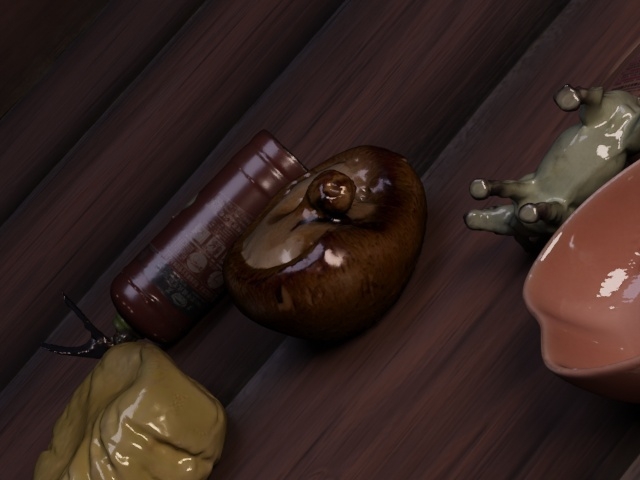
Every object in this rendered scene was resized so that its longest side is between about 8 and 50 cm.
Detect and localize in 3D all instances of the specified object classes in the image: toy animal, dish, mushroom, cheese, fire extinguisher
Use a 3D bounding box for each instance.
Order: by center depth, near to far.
[{"bbox_3d":[0.252,0.034,0.951,0.213,0.090,0.213,-36,27,21],"label":"dish"},{"bbox_3d":[0.199,-0.058,1.076,0.217,0.073,0.176,-43,-14,22],"label":"toy animal"},{"bbox_3d":[0.010,0.011,1.297,0.194,0.138,0.231,-34,14,50],"label":"mushroom"},{"bbox_3d":[-0.195,0.208,1.322,0.214,0.117,0.226,-55,23,-11],"label":"cheese"},{"bbox_3d":[-0.160,0.019,1.501,0.344,0.138,0.102,-45,23,-1],"label":"fire extinguisher"}]

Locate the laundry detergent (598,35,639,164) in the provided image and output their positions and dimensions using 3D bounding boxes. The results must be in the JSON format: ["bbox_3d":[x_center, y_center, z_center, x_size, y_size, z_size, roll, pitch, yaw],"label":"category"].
[{"bbox_3d":[0.325,-0.167,1.146,0.171,0.076,0.237,-1,50,55],"label":"laundry detergent"}]
